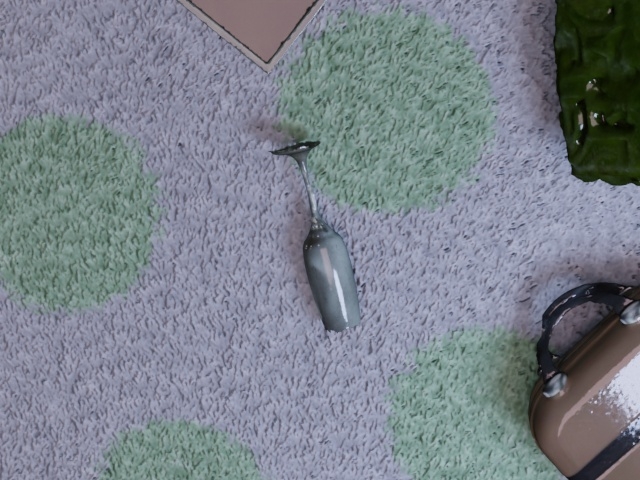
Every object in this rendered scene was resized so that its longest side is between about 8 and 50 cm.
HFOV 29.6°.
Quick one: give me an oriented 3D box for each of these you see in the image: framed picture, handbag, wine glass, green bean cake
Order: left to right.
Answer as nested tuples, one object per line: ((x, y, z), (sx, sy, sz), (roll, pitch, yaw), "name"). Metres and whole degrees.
((-0.094, -0.325, 1.557), (0.183, 0.011, 0.142), (38, 101, -4), "framed picture")
((0.000, 0.000, 1.587), (0.074, 0.074, 0.262), (-13, 102, 7), "wine glass")
((0.397, 0.180, 1.554), (0.283, 0.149, 0.302), (45, 103, -3), "handbag")
((0.409, -0.191, 1.426), (0.246, 0.156, 0.250), (7, 106, 42), "green bean cake")
